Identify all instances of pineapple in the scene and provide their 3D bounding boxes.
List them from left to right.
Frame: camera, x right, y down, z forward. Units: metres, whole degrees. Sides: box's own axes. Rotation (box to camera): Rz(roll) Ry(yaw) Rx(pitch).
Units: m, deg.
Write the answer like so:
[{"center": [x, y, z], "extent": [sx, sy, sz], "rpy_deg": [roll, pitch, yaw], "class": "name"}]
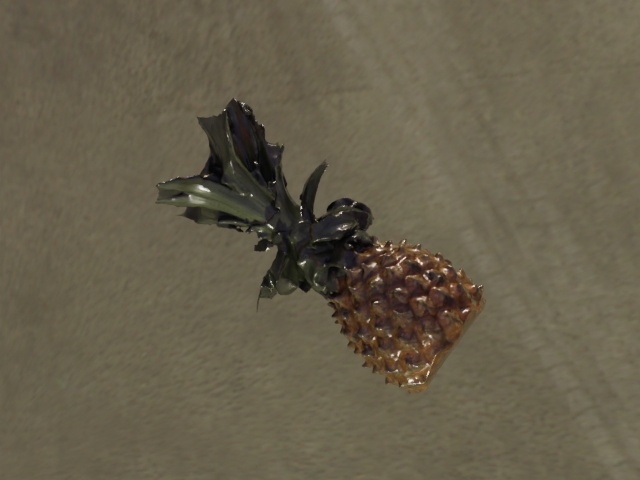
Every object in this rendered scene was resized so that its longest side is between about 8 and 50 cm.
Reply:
[{"center": [0.000, 0.000, 1.133], "extent": [0.277, 0.130, 0.119], "rpy_deg": [35, 48, 10], "class": "pineapple"}]
